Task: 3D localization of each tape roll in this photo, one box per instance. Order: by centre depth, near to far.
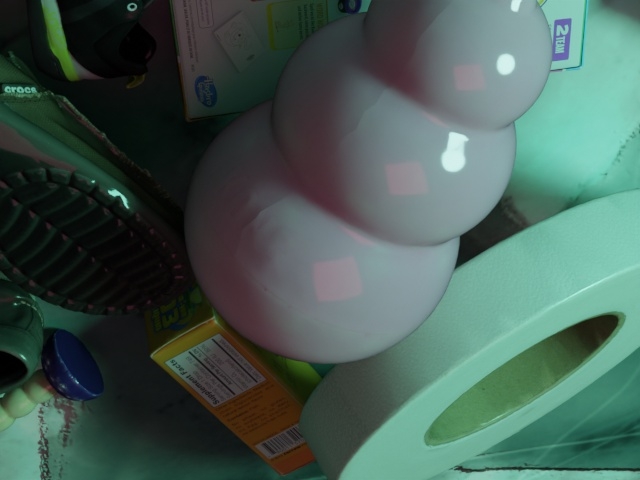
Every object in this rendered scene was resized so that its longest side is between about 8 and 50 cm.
[{"bbox_3d":[0.163,0.097,1.333,0.392,0.072,0.392,-28,160,-11],"label":"tape roll"}]

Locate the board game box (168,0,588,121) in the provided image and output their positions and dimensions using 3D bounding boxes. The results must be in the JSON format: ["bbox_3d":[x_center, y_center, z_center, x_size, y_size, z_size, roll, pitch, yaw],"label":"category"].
[{"bbox_3d":[0.041,-0.218,1.113,0.316,0.064,0.242,-7,133,-5],"label":"board game box"}]

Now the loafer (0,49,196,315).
[{"bbox_3d":[-0.224,-0.078,1.116,0.134,0.130,0.366,-28,128,28],"label":"loafer"}]

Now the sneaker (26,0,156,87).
[{"bbox_3d":[-0.155,-0.201,1.062,0.097,0.084,0.235,7,143,5],"label":"sneaker"}]

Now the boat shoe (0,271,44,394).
[{"bbox_3d":[-0.397,0.111,1.272,0.335,0.095,0.112,-16,134,-2],"label":"boat shoe"}]

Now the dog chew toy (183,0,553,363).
[{"bbox_3d":[0.042,-0.064,1.070,0.206,0.207,0.332,15,131,-28],"label":"dog chew toy"}]

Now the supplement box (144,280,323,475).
[{"bbox_3d":[-0.069,0.122,1.396,0.080,0.078,0.233,-27,133,12],"label":"supplement box"}]

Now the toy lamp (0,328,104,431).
[{"bbox_3d":[-0.325,0.179,1.373,0.274,0.080,0.080,-33,132,10],"label":"toy lamp"}]
